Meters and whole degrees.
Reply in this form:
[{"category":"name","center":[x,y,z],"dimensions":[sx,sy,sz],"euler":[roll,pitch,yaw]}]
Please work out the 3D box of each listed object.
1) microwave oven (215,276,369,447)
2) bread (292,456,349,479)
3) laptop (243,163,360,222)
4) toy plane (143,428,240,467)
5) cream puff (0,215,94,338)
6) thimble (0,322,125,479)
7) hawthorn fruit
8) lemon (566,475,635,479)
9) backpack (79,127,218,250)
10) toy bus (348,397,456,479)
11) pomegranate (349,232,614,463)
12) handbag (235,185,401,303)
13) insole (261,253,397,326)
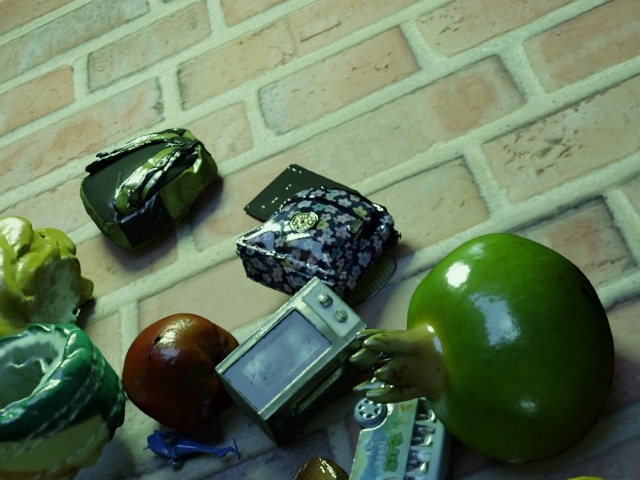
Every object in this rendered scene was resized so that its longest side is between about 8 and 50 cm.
[{"category":"microwave oven","center":[-0.029,0.184,1.884],"dimensions":[0.205,0.163,0.129],"euler":[-42,65,-12]},{"category":"bread","center":[0.003,0.346,1.787],"dimensions":[0.085,0.053,0.085],"euler":[-23,45,26]},{"category":"laptop","center":[-0.035,-0.070,2.260],"dimensions":[0.135,0.016,0.197],"euler":[-45,42,-18]},{"category":"toy plane","center":[-0.199,0.311,1.953],"dimensions":[0.167,0.054,0.062],"euler":[3,25,34]},{"category":"cream puff","center":[-0.564,0.105,2.212],"dimensions":[0.269,0.274,0.323],"euler":[-4,43,16]},{"category":"thimble","center":[-0.451,0.258,1.975],"dimensions":[0.288,0.167,0.254],"euler":[-11,35,27]},{"category":"hawthorn fruit","center":[-0.223,0.199,1.980],"dimensions":[0.202,0.185,0.185],"euler":[-5,46,42]},{"category":"lemon","center":[0.307,0.370,1.488],"dimensions":[0.173,0.173,0.206],"euler":[14,57,40]},{"category":"backpack","center":[-0.318,-0.110,2.377],"dimensions":[0.253,0.140,0.207],"euler":[-38,42,-9]},{"category":"toy bus","center":[0.103,0.318,1.721],"dimensions":[0.135,0.109,0.330],"euler":[1,49,17]},{"category":"pomegranate","center":[0.221,0.124,1.683],"dimensions":[0.358,0.216,0.310],"euler":[-3,49,-22]},{"category":"handbag","center":[0.000,0.000,2.076],"dimensions":[0.228,0.127,0.208],"euler":[17,50,30]},{"category":"insole","center":[0.014,0.096,2.069],"dimensions":[0.253,0.005,0.086],"euler":[-31,40,0]}]
